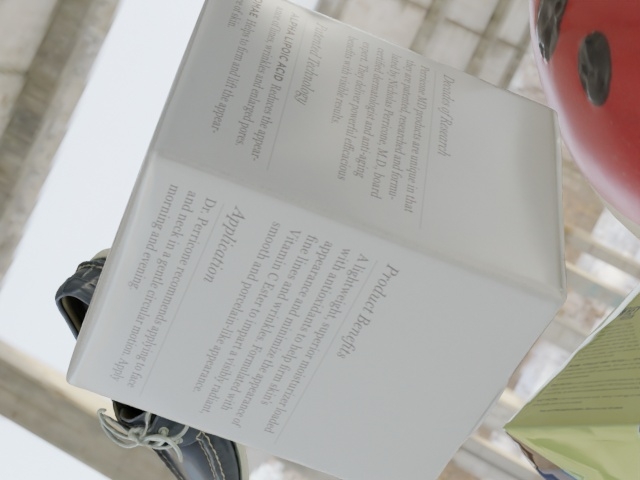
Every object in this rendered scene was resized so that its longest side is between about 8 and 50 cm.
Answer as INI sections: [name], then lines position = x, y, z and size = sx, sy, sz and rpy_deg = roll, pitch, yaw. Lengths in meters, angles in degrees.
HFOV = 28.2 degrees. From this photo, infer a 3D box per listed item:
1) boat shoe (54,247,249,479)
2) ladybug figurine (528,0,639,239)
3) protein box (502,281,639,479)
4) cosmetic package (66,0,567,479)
[boat shoe]
position = -0.142, 0.131, 1.078
size = 0.079, 0.095, 0.255
rpy_deg = -45, -61, -50
[ladybug figurine]
position = 0.248, -0.145, 0.751
size = 0.305, 0.162, 0.449
rpy_deg = -56, 22, 9
[protein box]
position = 0.296, 0.132, 1.020
size = 0.201, 0.136, 0.200
rpy_deg = -42, 8, -22
[cosmetic package]
position = 0.000, 0.000, 0.606
size = 0.151, 0.183, 0.151
rpy_deg = -80, 14, -50
